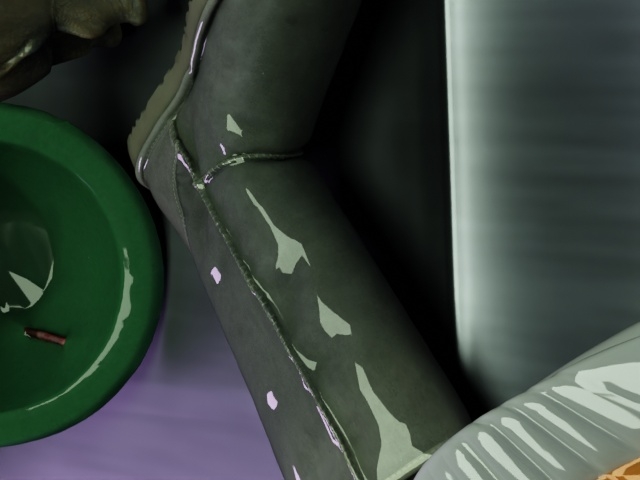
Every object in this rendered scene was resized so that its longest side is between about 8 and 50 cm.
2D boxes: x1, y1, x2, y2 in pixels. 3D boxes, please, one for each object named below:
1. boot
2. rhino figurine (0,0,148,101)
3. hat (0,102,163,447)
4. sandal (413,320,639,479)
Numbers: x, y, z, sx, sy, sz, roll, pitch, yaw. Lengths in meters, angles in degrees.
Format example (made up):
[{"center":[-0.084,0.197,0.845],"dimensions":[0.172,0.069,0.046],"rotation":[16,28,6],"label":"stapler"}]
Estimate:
[{"center":[0.002,-0.001,0.682],"dimensions":[0.208,0.076,0.189],"rotation":[66,146,29],"label":"boot"},{"center":[-0.188,-0.153,0.828],"dimensions":[0.243,0.106,0.073],"rotation":[49,150,33],"label":"rhino figurine"},{"center":[-0.178,0.006,0.895],"dimensions":[0.208,0.183,0.173],"rotation":[-8,99,2],"label":"hat"},{"center":[0.153,0.056,0.546],"dimensions":[0.265,0.076,0.102],"rotation":[-33,83,19],"label":"sandal"}]
